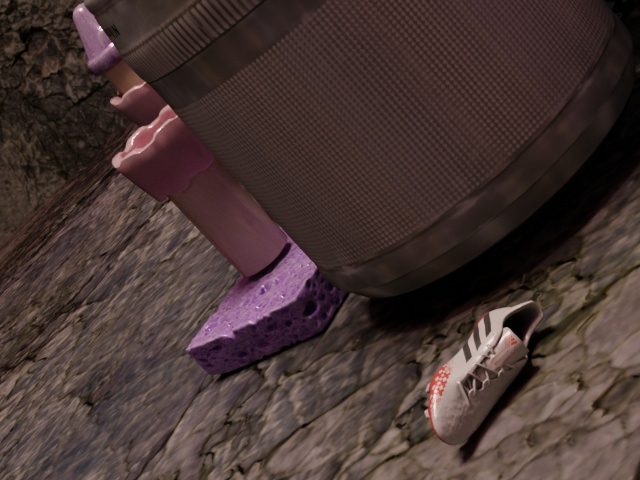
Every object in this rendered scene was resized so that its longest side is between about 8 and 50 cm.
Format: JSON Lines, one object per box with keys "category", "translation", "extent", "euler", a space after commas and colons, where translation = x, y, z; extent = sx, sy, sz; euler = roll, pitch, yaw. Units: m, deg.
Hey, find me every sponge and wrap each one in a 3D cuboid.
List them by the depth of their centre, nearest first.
{"category": "sponge", "translation": [0.000, 0.000, 0.958], "extent": [0.117, 0.031, 0.210], "euler": [-27, 21, 45]}

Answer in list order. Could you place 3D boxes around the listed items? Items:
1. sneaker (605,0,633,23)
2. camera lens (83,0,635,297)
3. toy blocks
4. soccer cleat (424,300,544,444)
{"category": "sneaker", "translation": [0.225, -0.219, 0.866], "extent": [0.282, 0.153, 0.099], "euler": [-14, 55, -2]}
{"category": "camera lens", "translation": [0.020, -0.122, 0.770], "extent": [0.219, 0.274, 0.219], "euler": [-39, 15, 13]}
{"category": "toy blocks", "translation": [-0.045, -0.190, 1.011], "extent": [0.309, 0.260, 0.288], "euler": [-41, 18, 4]}
{"category": "soccer cleat", "translation": [0.073, 0.056, 0.617], "extent": [0.035, 0.029, 0.083], "euler": [-34, 12, 45]}
